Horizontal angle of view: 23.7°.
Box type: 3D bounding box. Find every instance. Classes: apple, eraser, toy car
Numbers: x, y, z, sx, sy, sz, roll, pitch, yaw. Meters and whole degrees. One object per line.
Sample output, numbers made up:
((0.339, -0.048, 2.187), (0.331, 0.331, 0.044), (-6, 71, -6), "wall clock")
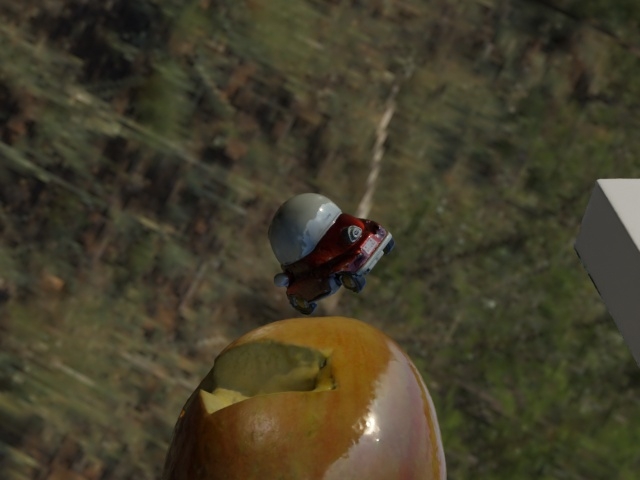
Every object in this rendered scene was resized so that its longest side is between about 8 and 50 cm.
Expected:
((-0.005, 0.137, 0.947), (0.199, 0.199, 0.199), (-58, 168, -20), "apple")
((0.290, 0.070, 1.184), (0.298, 0.078, 0.076), (-109, -155, -48), "eraser")
((0.000, 0.000, 1.630), (0.139, 0.112, 0.112), (-21, -155, 54), "toy car")
